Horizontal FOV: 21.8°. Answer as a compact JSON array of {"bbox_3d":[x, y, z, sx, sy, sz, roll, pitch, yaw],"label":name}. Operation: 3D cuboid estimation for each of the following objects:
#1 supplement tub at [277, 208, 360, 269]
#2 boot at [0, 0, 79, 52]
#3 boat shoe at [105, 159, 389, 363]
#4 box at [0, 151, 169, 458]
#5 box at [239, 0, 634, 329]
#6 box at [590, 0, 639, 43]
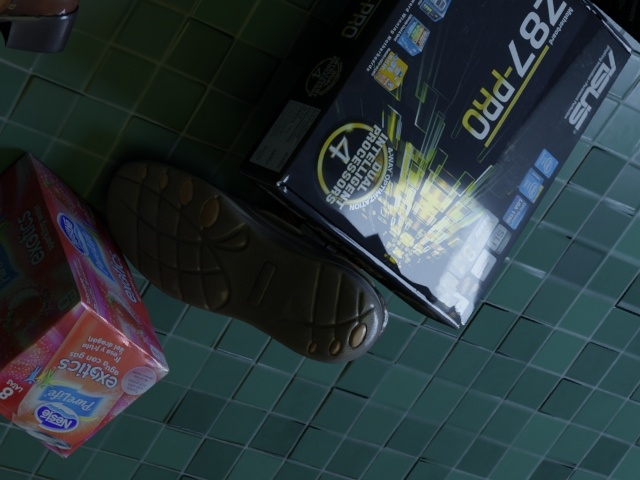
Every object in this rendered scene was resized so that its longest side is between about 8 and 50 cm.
[{"bbox_3d":[0.000,0.000,1.953,0.117,0.117,0.190,33,106,-35],"label":"supplement tub"},{"bbox_3d":[-0.333,-0.328,1.622,0.264,0.096,0.280,6,118,-24],"label":"boot"},{"bbox_3d":[-0.082,0.027,1.851,0.132,0.355,0.130,-60,164,9],"label":"boat shoe"},{"bbox_3d":[-0.292,0.063,1.766,0.154,0.300,0.142,-40,128,8],"label":"box"},{"bbox_3d":[0.136,-0.147,1.844,0.318,0.097,0.395,39,80,-36],"label":"box"},{"bbox_3d":[0.405,-0.349,1.838,0.103,0.184,0.261,-3,123,-19],"label":"box"}]
